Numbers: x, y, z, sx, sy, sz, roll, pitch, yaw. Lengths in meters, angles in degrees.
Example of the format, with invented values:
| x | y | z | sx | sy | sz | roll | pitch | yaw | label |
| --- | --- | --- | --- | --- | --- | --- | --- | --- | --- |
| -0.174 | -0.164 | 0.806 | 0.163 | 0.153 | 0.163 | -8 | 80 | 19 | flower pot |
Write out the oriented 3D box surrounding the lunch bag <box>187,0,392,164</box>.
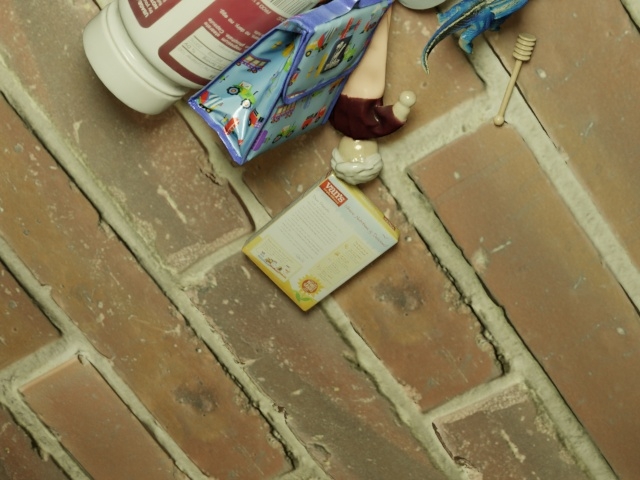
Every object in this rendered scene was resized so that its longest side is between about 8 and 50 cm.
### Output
| x | y | z | sx | sy | sz | roll | pitch | yaw | label |
| --- | --- | --- | --- | --- | --- | --- | --- | --- | --- |
| -0.027 | -0.278 | 1.562 | 0.138 | 0.221 | 0.293 | 51 | 134 | 7 | lunch bag |

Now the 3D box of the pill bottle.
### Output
| x | y | z | sx | sy | sz | roll | pitch | yaw | label |
| --- | --- | --- | --- | --- | --- | --- | --- | --- | --- |
| -0.171 | -0.378 | 1.627 | 0.392 | 0.224 | 0.224 | -33 | 106 | 25 | pill bottle |

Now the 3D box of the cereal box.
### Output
| x | y | z | sx | sy | sz | roll | pitch | yaw | label |
| --- | --- | --- | --- | --- | --- | --- | --- | --- | --- |
| 0.000 | 0.000 | 1.884 | 0.240 | 0.047 | 0.173 | -38 | 104 | 25 | cereal box |

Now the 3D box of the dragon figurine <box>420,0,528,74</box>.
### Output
| x | y | z | sx | sy | sz | roll | pitch | yaw | label |
| --- | --- | --- | --- | --- | --- | --- | --- | --- | --- |
| 0.252 | -0.358 | 1.561 | 0.085 | 0.289 | 0.144 | 53 | 146 | 6 | dragon figurine |

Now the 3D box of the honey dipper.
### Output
| x | y | z | sx | sy | sz | roll | pitch | yaw | label |
| --- | --- | --- | --- | --- | --- | --- | --- | --- | --- |
| 0.314 | -0.260 | 1.697 | 0.030 | 0.030 | 0.160 | 16 | 123 | 4 | honey dipper |

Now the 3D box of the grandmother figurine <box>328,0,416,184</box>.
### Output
| x | y | z | sx | sy | sz | roll | pitch | yaw | label |
| --- | --- | --- | --- | --- | --- | --- | --- | --- | --- |
| 0.069 | -0.246 | 1.719 | 0.208 | 0.104 | 0.342 | 28 | 130 | 36 | grandmother figurine |

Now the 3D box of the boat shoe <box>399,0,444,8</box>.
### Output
| x | y | z | sx | sy | sz | roll | pitch | yaw | label |
| --- | --- | --- | --- | --- | --- | --- | --- | --- | --- |
| 0.214 | -0.465 | 1.561 | 0.113 | 0.105 | 0.306 | 45 | 143 | 2 | boat shoe |
